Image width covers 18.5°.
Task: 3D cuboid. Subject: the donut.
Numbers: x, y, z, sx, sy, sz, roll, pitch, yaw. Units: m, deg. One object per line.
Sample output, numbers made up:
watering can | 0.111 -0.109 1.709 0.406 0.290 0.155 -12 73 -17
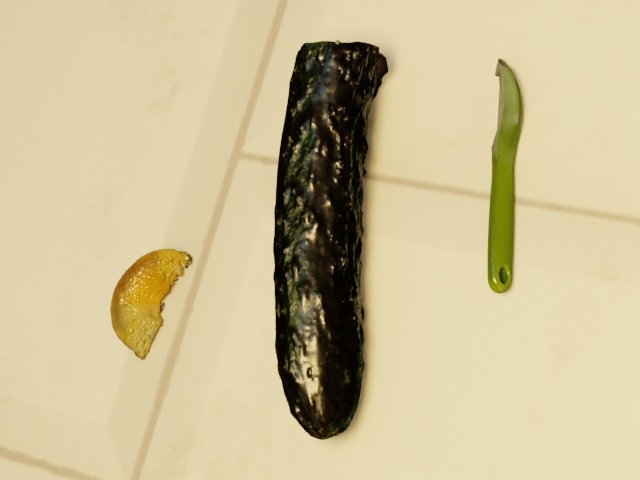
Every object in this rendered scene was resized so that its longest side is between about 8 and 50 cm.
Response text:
donut | -0.139 0.045 1.588 0.083 0.038 0.067 -39 52 21

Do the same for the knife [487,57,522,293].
knife | 0.134 -0.050 1.432 0.026 0.022 0.184 -26 56 58

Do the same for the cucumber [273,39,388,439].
cucumber | 0.000 0.000 1.479 0.081 0.072 0.303 -5 71 35
